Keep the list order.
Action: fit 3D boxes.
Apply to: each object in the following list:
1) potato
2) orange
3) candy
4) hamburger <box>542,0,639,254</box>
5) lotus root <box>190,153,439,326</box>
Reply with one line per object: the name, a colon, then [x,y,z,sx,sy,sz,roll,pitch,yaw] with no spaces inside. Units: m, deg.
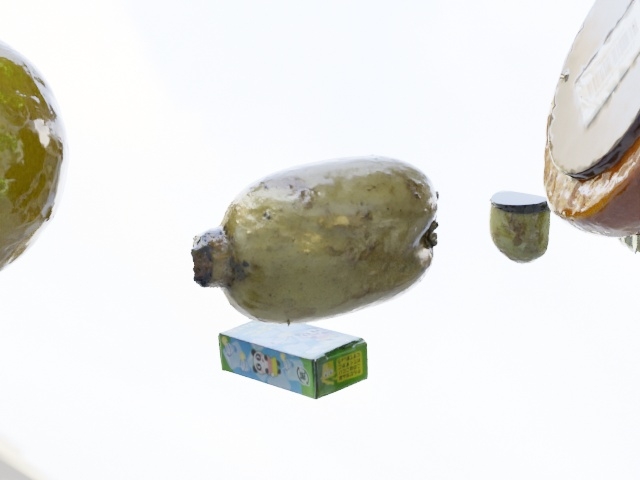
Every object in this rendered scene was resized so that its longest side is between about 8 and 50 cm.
potato: [0.266,-0.010,2.479,0.096,0.066,0.103,13,-65,50]
orange: [-0.397,-0.090,1.879,0.279,0.279,0.235,13,-2,38]
candy: [-0.036,0.151,2.384,0.194,0.097,0.062,12,-66,46]
hamburger: [0.382,-0.120,1.766,0.250,0.330,0.330,20,-18,-17]
lotus root: [0.000,0.000,1.824,0.284,0.160,0.146,-9,4,-24]
